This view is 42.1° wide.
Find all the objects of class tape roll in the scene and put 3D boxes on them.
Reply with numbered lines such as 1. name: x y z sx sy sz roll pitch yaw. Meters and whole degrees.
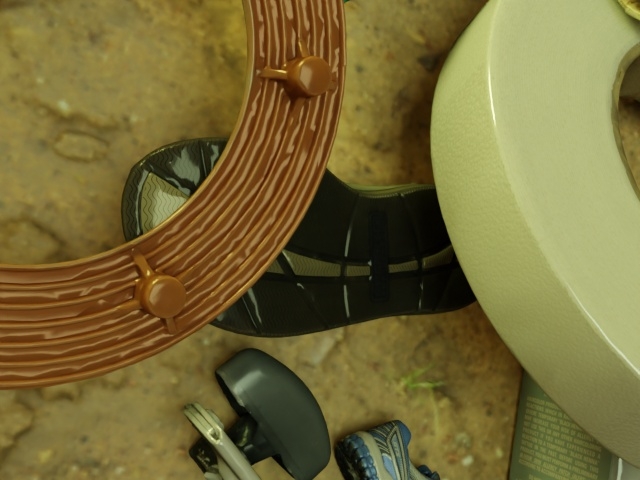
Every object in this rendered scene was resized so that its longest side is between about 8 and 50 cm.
1. tape roll: 0.255 -0.030 0.554 0.391 0.072 0.392 12 61 -22

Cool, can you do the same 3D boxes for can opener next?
1. can opener: 0.014 0.196 0.534 0.095 0.076 0.283 -41 106 -17

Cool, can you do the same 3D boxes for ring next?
1. ring: -0.129 -0.096 0.378 0.336 0.032 0.337 -3 96 -28

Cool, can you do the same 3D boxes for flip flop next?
1. flip flop: 0.000 0.000 0.531 0.277 0.080 0.112 1 90 -38

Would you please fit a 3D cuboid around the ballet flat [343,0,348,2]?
1. ballet flat: 0.060 -0.239 0.556 0.248 0.086 0.086 -36 104 -20

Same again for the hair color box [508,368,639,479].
1. hair color box: 0.238 0.239 0.610 0.185 0.113 0.375 10 87 -22

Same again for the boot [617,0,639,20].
1. boot: 0.303 -0.168 0.541 0.203 0.095 0.262 -28 73 -36

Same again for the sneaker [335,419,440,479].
1. sneaker: 0.064 0.185 0.569 0.058 0.052 0.135 -27 101 -25
